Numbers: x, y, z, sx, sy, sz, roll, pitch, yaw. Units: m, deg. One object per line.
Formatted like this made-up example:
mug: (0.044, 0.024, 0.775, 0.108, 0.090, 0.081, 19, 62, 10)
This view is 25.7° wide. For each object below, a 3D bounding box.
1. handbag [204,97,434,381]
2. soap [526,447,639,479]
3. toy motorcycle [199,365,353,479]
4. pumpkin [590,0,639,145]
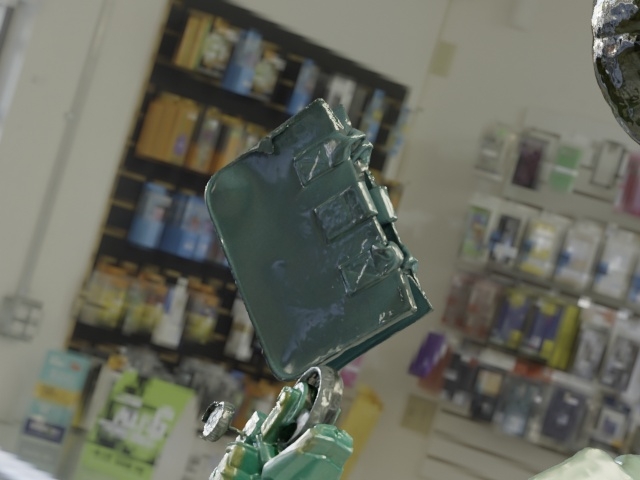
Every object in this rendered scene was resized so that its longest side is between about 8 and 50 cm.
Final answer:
handbag: (0.000, 0.000, 1.306, 0.179, 0.229, 0.062, -34, -22, 26)
soap: (0.044, 0.246, 0.568, 0.208, 0.347, 0.115, 17, 25, -52)
toy motorcycle: (-0.067, 0.242, 1.219, 0.109, 0.296, 0.198, 27, 23, -16)
pumpkin: (0.305, -0.151, 1.014, 0.224, 0.223, 0.157, 17, 1, -13)
